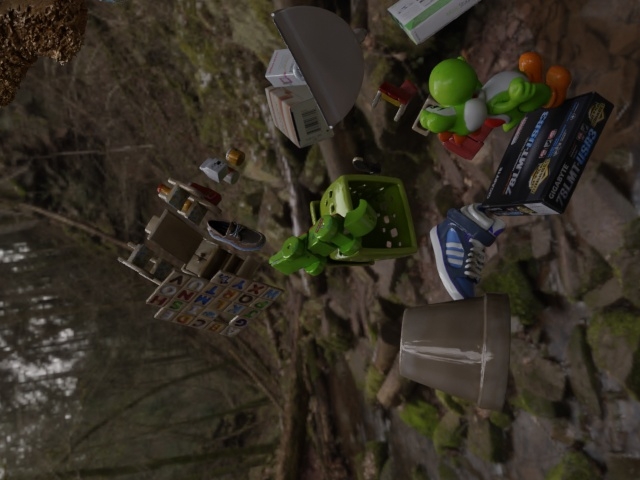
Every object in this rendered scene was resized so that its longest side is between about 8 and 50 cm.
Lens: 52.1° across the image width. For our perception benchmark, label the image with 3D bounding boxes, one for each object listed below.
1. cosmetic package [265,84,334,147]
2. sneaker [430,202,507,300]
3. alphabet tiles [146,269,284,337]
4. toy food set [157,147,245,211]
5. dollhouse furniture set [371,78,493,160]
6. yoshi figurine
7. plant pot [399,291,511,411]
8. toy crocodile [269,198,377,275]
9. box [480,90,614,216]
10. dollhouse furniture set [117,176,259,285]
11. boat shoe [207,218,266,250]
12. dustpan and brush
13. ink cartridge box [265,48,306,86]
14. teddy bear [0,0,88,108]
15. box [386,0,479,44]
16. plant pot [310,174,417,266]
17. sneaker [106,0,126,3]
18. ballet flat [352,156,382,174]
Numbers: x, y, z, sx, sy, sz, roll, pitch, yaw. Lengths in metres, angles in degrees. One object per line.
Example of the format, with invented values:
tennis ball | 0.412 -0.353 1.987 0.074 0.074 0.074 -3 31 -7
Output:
cosmetic package | -0.074 -0.431 2.180 0.296 0.129 0.153 -129 21 -61
sneaker | 0.493 0.030 2.076 0.236 0.130 0.322 -34 51 29
alphabet tiles | -0.226 0.126 1.355 0.198 0.237 0.009 -43 42 33
toy food set | -0.303 -0.158 1.689 0.104 0.232 0.111 29 152 17
dollhouse furniture set | 0.377 -0.433 2.078 0.201 0.374 0.152 -56 -6 -50
yoshi figurine | 0.399 -0.368 1.544 0.203 0.362 0.203 132 116 -72
plant pot | 0.367 0.294 1.810 0.323 0.280 0.323 4 -90 -78
toy crocodile | 0.000 0.000 1.691 0.340 0.115 0.105 -31 42 38
box | 0.549 -0.203 1.623 0.295 0.073 0.293 -63 15 -5
dollhouse furniture set | -0.276 0.023 1.454 0.161 0.212 0.242 23 167 32
boat shoe | -0.246 -0.019 1.870 0.066 0.183 0.066 64 -139 -62
dustpan and brush | 0.019 -0.237 0.820 0.060 0.211 0.147 -12 113 46
ink cartridge box | -0.075 -0.459 1.732 0.052 0.122 0.088 41 -119 -52
teddy bear | -0.513 -0.331 1.047 0.245 0.338 0.113 67 -168 21
box | 0.345 -0.731 2.026 0.058 0.232 0.322 50 -166 -27
plant pot | 0.107 -0.040 1.837 0.207 0.227 0.228 -28 68 48
sneaker | -0.635 -0.665 1.633 0.366 0.150 0.135 5 -119 -66
ballet flat | 0.172 -0.283 2.431 0.057 0.173 0.049 -9 76 34
